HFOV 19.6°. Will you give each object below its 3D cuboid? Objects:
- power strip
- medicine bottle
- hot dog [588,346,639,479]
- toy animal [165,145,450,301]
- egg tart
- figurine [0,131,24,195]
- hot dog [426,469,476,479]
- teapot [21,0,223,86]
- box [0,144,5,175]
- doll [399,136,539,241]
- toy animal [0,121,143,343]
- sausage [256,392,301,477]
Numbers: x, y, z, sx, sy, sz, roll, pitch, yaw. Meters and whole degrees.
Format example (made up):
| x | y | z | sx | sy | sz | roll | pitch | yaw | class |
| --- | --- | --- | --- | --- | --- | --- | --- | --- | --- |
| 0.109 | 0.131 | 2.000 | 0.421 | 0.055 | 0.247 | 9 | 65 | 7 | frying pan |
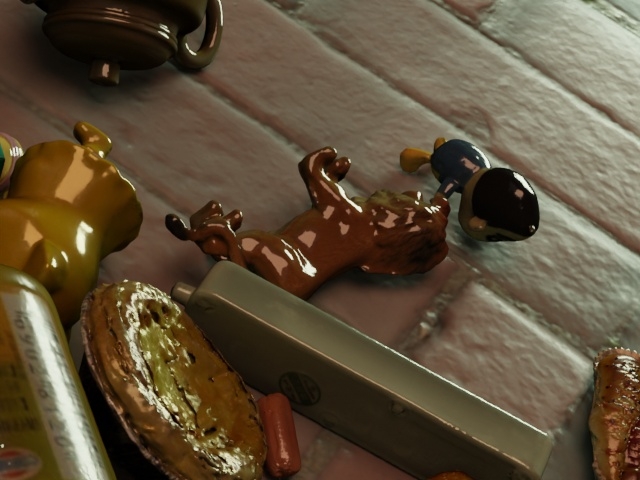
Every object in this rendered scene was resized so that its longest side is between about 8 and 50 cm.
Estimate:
| x | y | z | sx | sy | sz | roll | pitch | yaw | class |
| --- | --- | --- | --- | --- | --- | --- | --- | --- | --- |
| 0.031 | 0.134 | 1.727 | 0.385 | 0.091 | 0.062 | 29 | 46 | 3 | power strip |
| -0.261 | 0.225 | 1.445 | 0.224 | 0.224 | 0.384 | -8 | 56 | -27 | medicine bottle |
| 0.307 | 0.186 | 1.819 | 0.099 | 0.053 | 0.192 | 16 | 46 | -4 | hot dog |
| 0.000 | 0.000 | 1.828 | 0.312 | 0.097 | 0.157 | -27 | 72 | -34 | toy animal |
| -0.142 | 0.142 | 1.613 | 0.234 | 0.094 | 0.234 | 50 | 15 | -19 | egg tart |
| -0.361 | -0.087 | 1.780 | 0.187 | 0.083 | 0.083 | 13 | 47 | 5 | figurine |
| 0.169 | 0.313 | 1.646 | 0.115 | 0.072 | 0.269 | -25 | 63 | -35 | hot dog |
| -0.201 | -0.242 | 1.906 | 0.268 | 0.186 | 0.175 | 18 | 78 | -44 | teapot |
| -0.418 | -0.118 | 1.692 | 0.226 | 0.042 | 0.161 | -4 | 51 | -26 | box |
| 0.165 | -0.049 | 1.944 | 0.102 | 0.089 | 0.179 | -18 | 37 | -33 | doll |
| -0.241 | -0.006 | 1.701 | 0.156 | 0.156 | 0.229 | 21 | 49 | -5 | toy animal |
| -0.039 | 0.179 | 1.700 | 0.034 | 0.034 | 0.083 | 2 | 53 | -20 | sausage |
